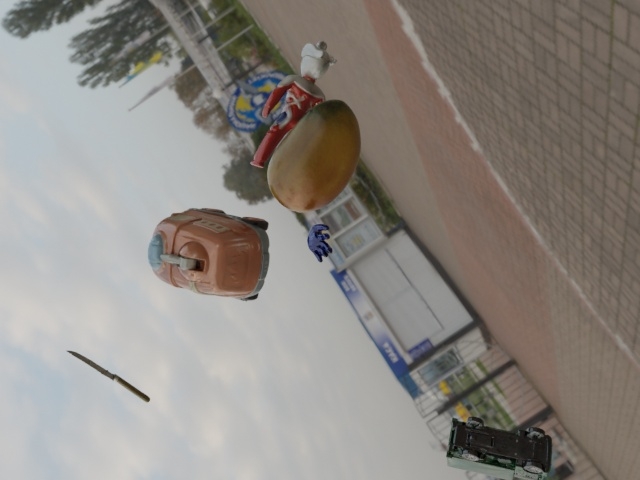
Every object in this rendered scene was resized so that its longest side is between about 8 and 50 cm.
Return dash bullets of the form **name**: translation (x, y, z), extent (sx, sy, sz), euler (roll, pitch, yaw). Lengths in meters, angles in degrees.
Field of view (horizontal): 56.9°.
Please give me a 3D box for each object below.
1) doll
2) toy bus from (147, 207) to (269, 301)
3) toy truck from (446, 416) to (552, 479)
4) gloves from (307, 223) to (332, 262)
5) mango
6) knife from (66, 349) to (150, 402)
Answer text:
- **doll**: translation (-0.061, -0.361, 1.603), extent (0.188, 0.384, 0.099), euler (21, -176, -42)
- **toy bus**: translation (-0.264, 0.035, 1.347), extent (0.287, 0.194, 0.232), euler (14, -168, 31)
- **toy truck**: translation (0.266, 0.314, 0.881), extent (0.079, 0.147, 0.065), euler (71, -149, -48)
- **gloves**: translation (0.000, 0.000, 1.094), extent (0.026, 0.064, 0.086), euler (7, -151, -25)
- **mango**: translation (-0.004, -0.150, 1.089), extent (0.151, 0.221, 0.120), euler (28, -161, -35)
- **knife**: translation (-0.590, 0.382, 1.659), extent (0.298, 0.017, 0.047), euler (47, 179, -30)
